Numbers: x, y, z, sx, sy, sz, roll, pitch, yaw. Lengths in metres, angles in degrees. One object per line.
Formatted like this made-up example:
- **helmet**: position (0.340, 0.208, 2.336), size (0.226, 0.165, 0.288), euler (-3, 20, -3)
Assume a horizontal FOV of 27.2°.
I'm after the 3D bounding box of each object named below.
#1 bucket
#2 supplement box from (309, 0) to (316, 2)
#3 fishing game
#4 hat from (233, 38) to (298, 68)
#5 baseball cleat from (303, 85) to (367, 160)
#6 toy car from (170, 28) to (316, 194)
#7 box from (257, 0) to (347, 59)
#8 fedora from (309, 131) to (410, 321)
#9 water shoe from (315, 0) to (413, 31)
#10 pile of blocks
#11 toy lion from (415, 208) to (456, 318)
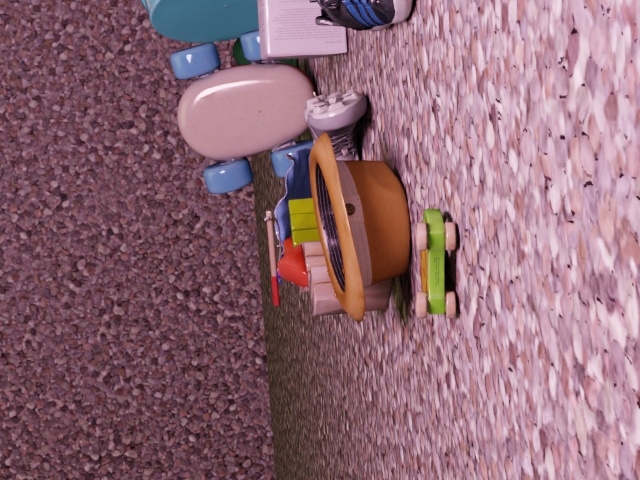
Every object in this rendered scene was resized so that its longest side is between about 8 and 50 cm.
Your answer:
- **bucket**: position (-0.158, -0.432, 2.001), size (0.281, 0.281, 0.183), euler (106, 153, -73)
- **supplement box**: position (0.015, -0.315, 1.453), size (0.083, 0.056, 0.083), euler (123, 142, -79)
- **fishing game**: position (-0.035, -0.035, 1.786), size (0.264, 0.041, 0.189), euler (-58, -31, -58)
- **hat**: position (-0.141, -0.318, 2.256), size (0.208, 0.183, 0.173), euler (-104, 11, -56)
- **baseball cleat**: position (0.026, -0.122, 1.531), size (0.206, 0.072, 0.109), euler (-106, -2, -81)
- **toy car**: position (-0.102, -0.213, 2.033), size (0.238, 0.210, 0.219), euler (-70, -34, -75)
- **box**: position (-0.024, -0.269, 1.630), size (0.101, 0.102, 0.087), euler (-146, 53, -81)
- **fedora**: position (0.044, -0.018, 1.324), size (0.194, 0.079, 0.194), euler (169, 90, -82)
- **water shoe**: position (0.035, -0.229, 1.227), size (0.203, 0.080, 0.073), euler (139, 125, -82)
- **pile of blocks**: position (0.000, 0.000, 1.576), size (0.362, 0.112, 0.149), euler (-144, 50, -81)
- **toy lion**: position (0.095, 0.018, 1.128), size (0.096, 0.034, 0.100), euler (-91, -1, -67)
